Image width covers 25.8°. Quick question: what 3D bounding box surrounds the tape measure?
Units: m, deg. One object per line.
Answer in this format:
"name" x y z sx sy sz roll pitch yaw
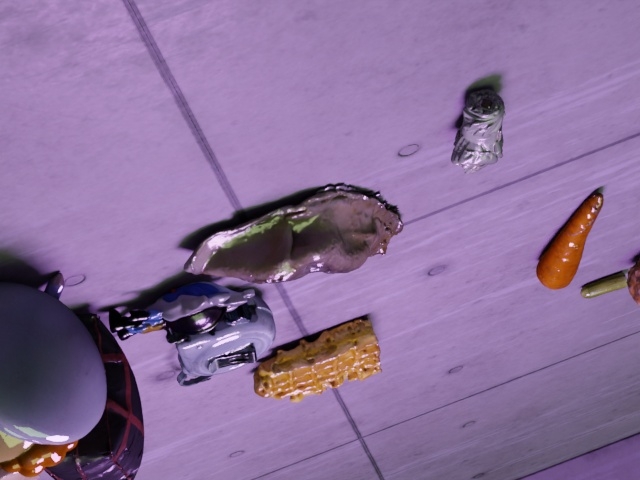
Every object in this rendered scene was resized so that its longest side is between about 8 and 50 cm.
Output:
"tape measure" -0.137 0.172 2.039 0.164 0.084 0.330 -15 155 -3

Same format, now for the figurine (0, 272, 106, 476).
"figurine" -0.448 0.190 1.636 0.382 0.224 0.205 -22 154 3

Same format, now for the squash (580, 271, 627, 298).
"squash" 0.494 0.080 2.443 0.083 0.027 0.027 -18 157 -6

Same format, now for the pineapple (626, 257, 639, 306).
"pineapple" 0.630 0.027 2.337 0.128 0.128 0.248 2 142 -43

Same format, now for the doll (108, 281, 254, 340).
"doll" -0.180 0.093 1.847 0.195 0.070 0.096 -14 165 5

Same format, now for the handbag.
"handbag" -0.313 0.214 1.823 0.155 0.215 0.169 -9 152 -6

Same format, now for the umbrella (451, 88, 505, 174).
"umbrella" 0.192 -0.126 1.684 0.067 0.062 0.143 -35 158 -22

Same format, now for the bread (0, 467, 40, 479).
"bread" -0.473 0.303 1.983 0.148 0.134 0.141 -1 153 -12

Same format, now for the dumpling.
"dumpling" 0.000 0.005 1.787 0.332 0.086 0.166 -8 157 -37

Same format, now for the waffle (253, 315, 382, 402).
"waffle" -0.008 0.203 2.252 0.211 0.055 0.160 -20 156 -3

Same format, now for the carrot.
"carrot" 0.387 0.006 2.150 0.061 0.061 0.256 -14 154 -17
